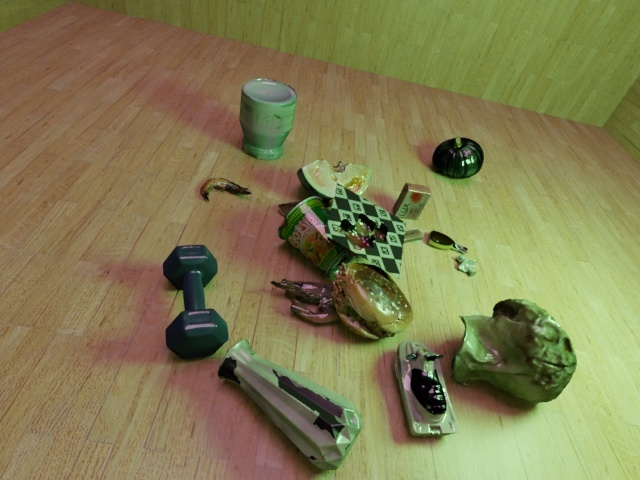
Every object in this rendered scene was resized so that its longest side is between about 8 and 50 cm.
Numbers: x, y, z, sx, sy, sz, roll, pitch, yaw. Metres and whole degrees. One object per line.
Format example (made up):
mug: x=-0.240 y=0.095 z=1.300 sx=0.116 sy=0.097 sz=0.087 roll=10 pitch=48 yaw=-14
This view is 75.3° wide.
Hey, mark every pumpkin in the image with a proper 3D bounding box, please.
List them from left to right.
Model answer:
pumpkin: x=0.693 y=-0.424 z=2.092 sx=0.249 sy=0.216 sz=0.250 roll=-11 pitch=40 yaw=9

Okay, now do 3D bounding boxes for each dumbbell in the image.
dumbbell: x=-0.352 y=0.162 z=1.157 sx=0.144 sy=0.160 sz=0.325 roll=27 pitch=29 yaw=-39

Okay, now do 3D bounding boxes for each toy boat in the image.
toy boat: x=0.282 y=0.383 z=1.124 sx=0.140 sy=0.141 sz=0.270 roll=5 pitch=56 yaw=-12

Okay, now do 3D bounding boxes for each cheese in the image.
cheese: x=0.518 y=0.012 z=1.678 sx=0.162 sy=0.036 sz=0.086 roll=21 pitch=38 yaw=5

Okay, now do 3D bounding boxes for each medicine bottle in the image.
medicine bottle: x=-0.242 y=-0.535 z=1.856 sx=0.244 sy=0.290 sz=0.245 roll=8 pitch=43 yaw=-8

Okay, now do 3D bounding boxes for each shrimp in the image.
shrimp: x=-0.378 y=-0.189 z=1.617 sx=0.195 sy=0.035 sz=0.148 roll=20 pitch=38 yaw=16
shrimp: x=-0.034 y=0.193 z=1.292 sx=0.254 sy=0.059 sz=0.145 roll=9 pitch=51 yaw=-15

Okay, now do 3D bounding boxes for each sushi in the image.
sushi: x=0.143 y=-0.027 z=1.374 sx=0.294 sy=0.059 sz=0.292 roll=30 pitch=42 yaw=-11

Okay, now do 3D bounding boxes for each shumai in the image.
shumai: x=0.512 y=0.348 z=1.178 sx=0.288 sy=0.330 sz=0.292 roll=-28 pitch=16 yaw=-16

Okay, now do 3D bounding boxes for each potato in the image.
potato: x=-0.066 y=-0.111 z=1.616 sx=0.171 sy=0.089 sz=0.100 roll=-5 pitch=12 yaw=24

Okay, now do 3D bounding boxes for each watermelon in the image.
watermelon: x=0.043 y=-0.222 z=1.724 sx=0.321 sy=0.188 sz=0.175 roll=5 pitch=74 yaw=-20

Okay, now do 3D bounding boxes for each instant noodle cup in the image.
instant noodle cup: x=0.000 y=0.000 z=1.426 sx=0.207 sy=0.207 sz=0.233 roll=-27 pitch=65 yaw=-38

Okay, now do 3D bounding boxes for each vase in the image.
vase: x=-0.078 y=0.382 z=0.999 sx=0.360 sy=0.165 sz=0.165 roll=30 pitch=43 yaw=20

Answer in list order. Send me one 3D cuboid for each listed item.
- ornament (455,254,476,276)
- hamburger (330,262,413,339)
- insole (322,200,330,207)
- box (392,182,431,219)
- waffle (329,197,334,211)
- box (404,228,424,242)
ornament: x=0.563 y=0.094 z=1.599 sx=0.068 sy=0.041 sz=0.092 roll=-5 pitch=52 yaw=10
hamburger: x=0.154 y=0.175 z=1.278 sx=0.286 sy=0.146 sz=0.243 roll=36 pitch=32 yaw=-4
insole: x=0.049 y=-0.161 z=1.748 sx=0.135 sy=0.002 sz=0.045 roll=-23 pitch=54 yaw=-36
box: x=0.382 y=-0.164 z=1.743 sx=0.111 sy=0.156 sz=0.060 roll=8 pitch=40 yaw=-12
waffle: x=0.150 y=-0.052 z=1.544 sx=0.301 sy=0.058 sz=0.281 roll=52 pitch=22 yaw=22
box: x=0.361 y=-0.018 z=1.672 sx=0.115 sy=0.025 sz=0.048 roll=-9 pitch=45 yaw=-26
